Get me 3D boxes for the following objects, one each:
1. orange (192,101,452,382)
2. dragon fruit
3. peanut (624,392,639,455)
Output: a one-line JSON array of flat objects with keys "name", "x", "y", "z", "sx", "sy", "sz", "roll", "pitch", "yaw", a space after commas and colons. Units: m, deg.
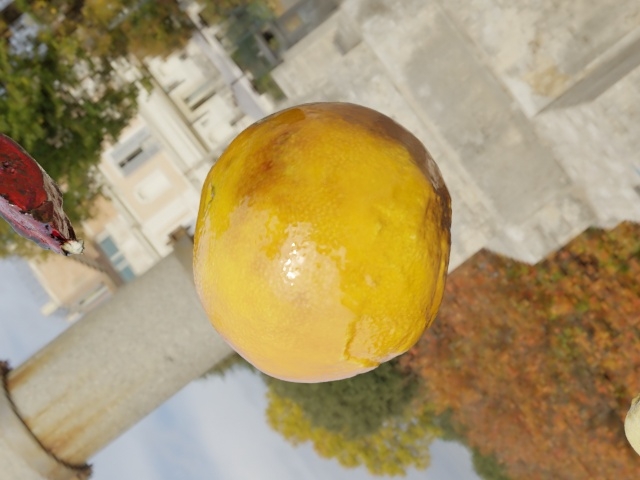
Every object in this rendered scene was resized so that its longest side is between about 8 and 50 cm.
[{"name": "orange", "x": 0.000, "y": 0.000, "z": 0.954, "sx": 0.261, "sy": 0.261, "sz": 0.261, "roll": 52, "pitch": -178, "yaw": -3}, {"name": "dragon fruit", "x": -0.487, "y": -0.094, "z": 1.556, "sx": 0.343, "sy": 0.100, "sz": 0.282, "roll": 32, "pitch": 162, "yaw": 14}, {"name": "peanut", "x": 0.332, "y": 0.132, "z": 0.868, "sx": 0.140, "sy": 0.159, "sz": 0.109, "roll": 44, "pitch": -169, "yaw": -51}]
